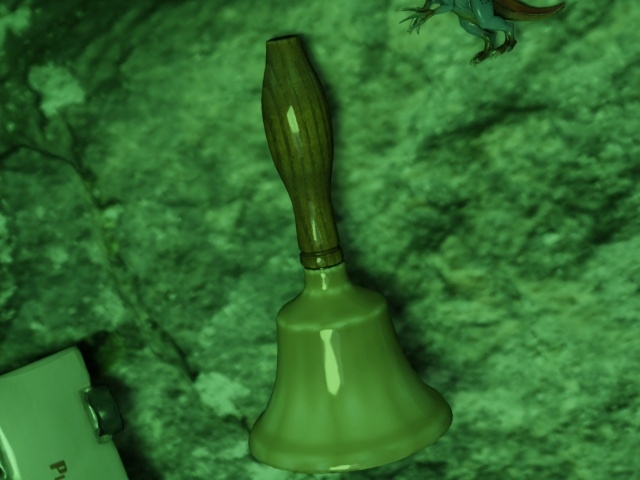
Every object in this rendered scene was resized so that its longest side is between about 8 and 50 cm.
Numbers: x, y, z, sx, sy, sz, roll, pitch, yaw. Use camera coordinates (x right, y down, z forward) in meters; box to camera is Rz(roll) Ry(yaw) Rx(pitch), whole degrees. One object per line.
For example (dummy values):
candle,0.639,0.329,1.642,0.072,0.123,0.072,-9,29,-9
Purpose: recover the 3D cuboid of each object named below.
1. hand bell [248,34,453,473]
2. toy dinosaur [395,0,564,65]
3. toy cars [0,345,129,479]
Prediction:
hand bell,0.000,0.000,0.820,0.126,0.126,0.242,-7,104,8
toy dinosaur,0.074,-0.137,0.773,0.090,0.047,0.082,-37,103,-15
toy cars,-0.076,0.219,0.929,0.393,0.087,0.176,30,81,-9
